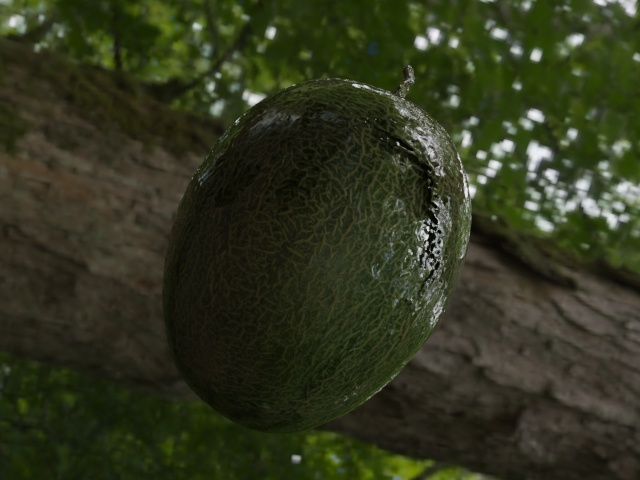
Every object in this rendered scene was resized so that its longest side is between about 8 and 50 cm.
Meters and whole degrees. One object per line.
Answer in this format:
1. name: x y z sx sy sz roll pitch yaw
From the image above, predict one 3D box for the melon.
1. melon: 0.000 0.000 0.543 0.192 0.139 0.139 -61 -153 -1
